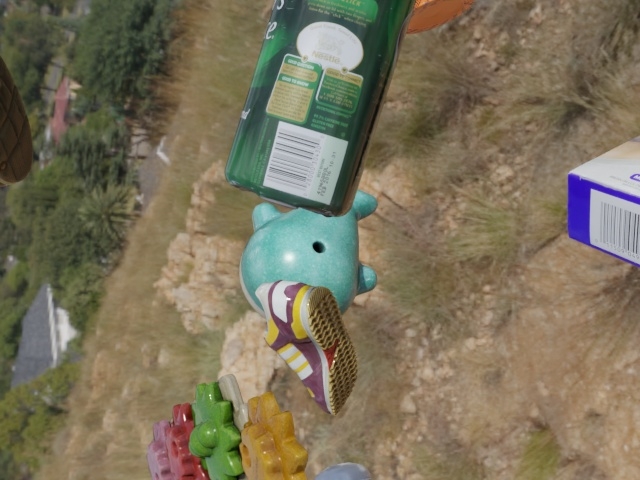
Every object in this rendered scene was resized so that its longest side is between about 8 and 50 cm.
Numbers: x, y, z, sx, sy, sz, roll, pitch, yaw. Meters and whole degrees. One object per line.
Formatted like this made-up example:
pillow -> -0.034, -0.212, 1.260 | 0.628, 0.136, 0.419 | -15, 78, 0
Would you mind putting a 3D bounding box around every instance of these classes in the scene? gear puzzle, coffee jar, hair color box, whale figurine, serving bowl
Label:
gear puzzle -> -0.085, 0.206, 0.508 | 0.339, 0.044, 0.175 | -45, 60, 53
coffee jar -> 0.006, -0.110, 0.375 | 0.096, 0.079, 0.184 | -57, -15, -83
hair color box -> 0.501, -0.082, 0.805 | 0.185, 0.339, 0.110 | 35, 144, 52
whale figurine -> 0.000, 0.000, 0.941 | 0.272, 0.216, 0.141 | -57, 1, -30
serving bowl -> 0.028, 0.330, 0.901 | 0.083, 0.083, 0.027 | -42, 54, 48

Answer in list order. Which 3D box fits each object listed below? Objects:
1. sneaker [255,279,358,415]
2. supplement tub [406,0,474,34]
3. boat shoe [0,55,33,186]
sneaker -> -0.015, 0.118, 0.719 | 0.084, 0.069, 0.185 | 9, 129, 31
supplement tub -> 0.096, -0.335, 0.705 | 0.117, 0.117, 0.190 | -22, 84, 56
boat shoe -> -0.240, -0.110, 0.384 | 0.064, 0.060, 0.178 | -79, -32, -61
